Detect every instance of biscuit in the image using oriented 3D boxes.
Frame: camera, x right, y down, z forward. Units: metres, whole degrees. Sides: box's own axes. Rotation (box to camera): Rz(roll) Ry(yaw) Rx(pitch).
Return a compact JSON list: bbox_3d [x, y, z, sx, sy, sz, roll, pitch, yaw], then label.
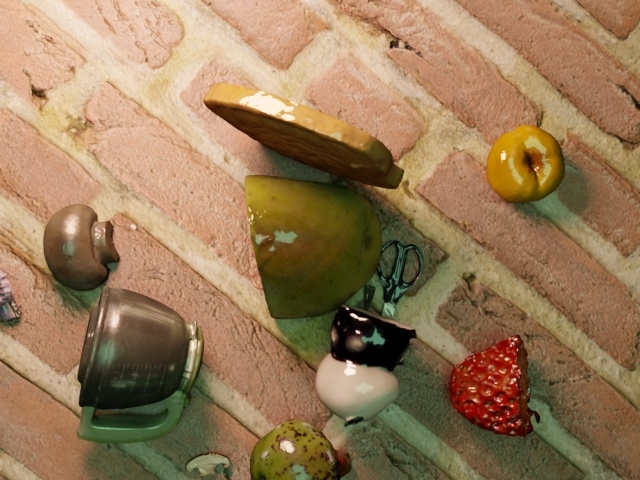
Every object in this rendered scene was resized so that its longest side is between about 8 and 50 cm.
[{"bbox_3d":[-0.035,-0.195,1.264,0.385,0.365,0.062,22,88,23],"label":"biscuit"}]

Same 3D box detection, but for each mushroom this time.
[{"bbox_3d":[-0.517,0.018,1.353,0.141,0.117,0.188,-12,94,6],"label":"mushroom"},{"bbox_3d":[-0.246,0.487,1.401,0.101,0.019,0.049,-4,88,-3],"label":"mushroom"}]

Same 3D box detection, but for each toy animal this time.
[{"bbox_3d":[0.084,0.262,1.349,0.165,0.187,0.235,13,91,-26],"label":"toy animal"}]

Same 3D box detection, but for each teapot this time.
[{"bbox_3d":[-0.365,0.269,1.295,0.239,0.239,0.322,13,82,-18],"label":"teapot"}]

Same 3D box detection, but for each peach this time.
[{"bbox_3d":[0.460,-0.171,1.443,0.179,0.103,0.179,0,92,-8],"label":"peach"}]

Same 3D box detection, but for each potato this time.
[{"bbox_3d":[0.000,0.000,1.343,0.279,0.213,0.331,-10,91,-5],"label":"potato"}]

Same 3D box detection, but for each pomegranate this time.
[{"bbox_3d":[-0.029,0.487,1.352,0.247,0.214,0.215,6,87,-42],"label":"pomegranate"}]

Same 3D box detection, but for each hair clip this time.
[{"bbox_3d":[-0.722,0.049,1.350,0.106,0.084,0.292,-26,95,12],"label":"hair clip"}]

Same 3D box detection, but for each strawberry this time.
[{"bbox_3d":[0.377,0.320,1.407,0.177,0.234,0.234,-5,89,23],"label":"strawberry"}]

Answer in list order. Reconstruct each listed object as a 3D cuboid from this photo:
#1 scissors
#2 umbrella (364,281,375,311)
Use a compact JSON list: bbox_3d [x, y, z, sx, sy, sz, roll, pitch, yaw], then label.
[{"bbox_3d":[0.155,0.150,1.446,0.109,0.022,0.300,14,87,-1],"label":"scissors"},{"bbox_3d":[0.107,0.131,1.441,0.031,0.020,0.083,10,100,30],"label":"umbrella"}]
